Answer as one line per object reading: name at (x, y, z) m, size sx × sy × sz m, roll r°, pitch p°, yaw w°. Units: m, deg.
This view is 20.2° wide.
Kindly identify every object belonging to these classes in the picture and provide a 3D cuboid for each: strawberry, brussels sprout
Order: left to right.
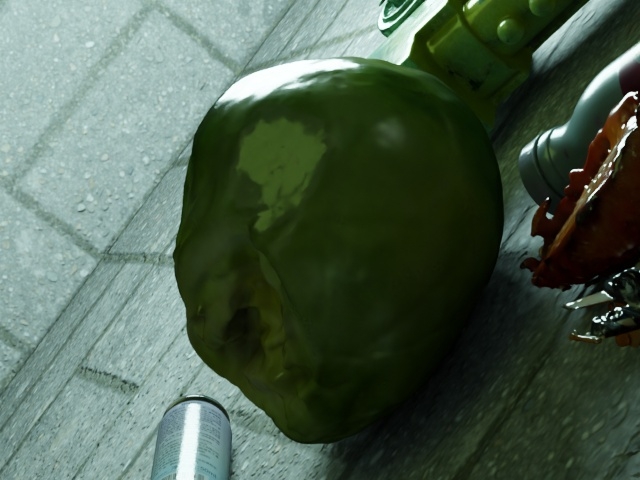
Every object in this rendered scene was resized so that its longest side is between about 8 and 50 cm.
brussels sprout at (0.000, 0.000, 1.458) m, size 0.344 × 0.268 × 0.344 m, roll -55°, pitch 13°, yaw 19°
strawberry at (0.209, -0.022, 1.259) m, size 0.188 × 0.082 × 0.121 m, roll 119°, pitch 173°, yaw -61°

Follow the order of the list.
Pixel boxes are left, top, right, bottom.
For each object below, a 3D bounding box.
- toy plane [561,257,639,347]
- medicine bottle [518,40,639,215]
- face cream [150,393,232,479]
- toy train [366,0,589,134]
toy plane at (0.229, 0.033, 1.096) m, size 0.135 × 0.062 × 0.188 m, roll -29°, pitch 9°, yaw -22°
medicine bottle at (0.238, -0.094, 1.312) m, size 0.217 × 0.090 × 0.090 m, roll -38°, pitch 20°, yaw 43°
face cream at (-0.121, 0.212, 1.693) m, size 0.075 × 0.075 × 0.229 m, roll -47°, pitch 15°, yaw 17°
toy train at (0.183, -0.231, 1.693) m, size 0.369 × 0.150 × 0.237 m, roll -43°, pitch 17°, yaw 29°
